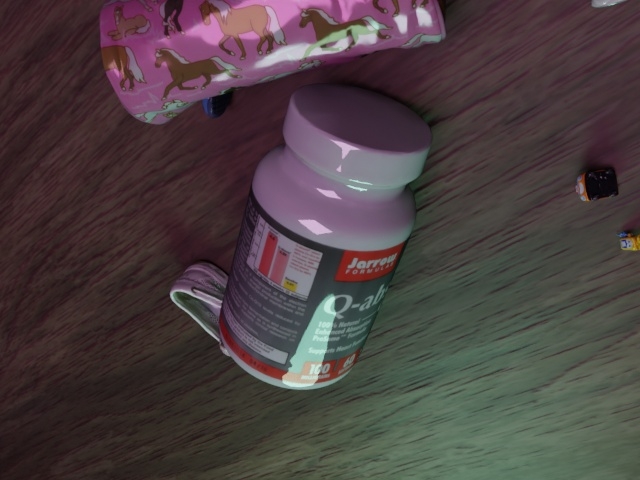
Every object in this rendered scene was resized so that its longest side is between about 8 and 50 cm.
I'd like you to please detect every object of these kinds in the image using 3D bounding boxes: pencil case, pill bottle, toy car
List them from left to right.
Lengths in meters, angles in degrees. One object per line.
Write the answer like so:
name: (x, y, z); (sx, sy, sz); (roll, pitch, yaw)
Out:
pencil case: (-0.048, -0.246, 0.728); (0.386, 0.167, 0.160); (-12, 141, 17)
pill bottle: (0.000, 0.000, 0.851); (0.210, 0.210, 0.363); (25, 124, 10)
toy car: (0.336, -0.030, 0.784); (0.040, 0.060, 0.122); (-7, 111, 62)

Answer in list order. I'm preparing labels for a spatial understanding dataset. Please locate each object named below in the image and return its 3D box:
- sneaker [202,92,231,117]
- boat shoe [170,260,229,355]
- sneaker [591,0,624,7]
sneaker: (-0.159, -0.237, 0.888); (0.059, 0.053, 0.144); (1, 109, 22)
boat shoe: (-0.124, 0.151, 1.058); (0.277, 0.096, 0.098); (36, 125, 2)
sneaker: (0.338, -0.282, 0.643); (0.152, 0.054, 0.061); (-13, 108, 29)
